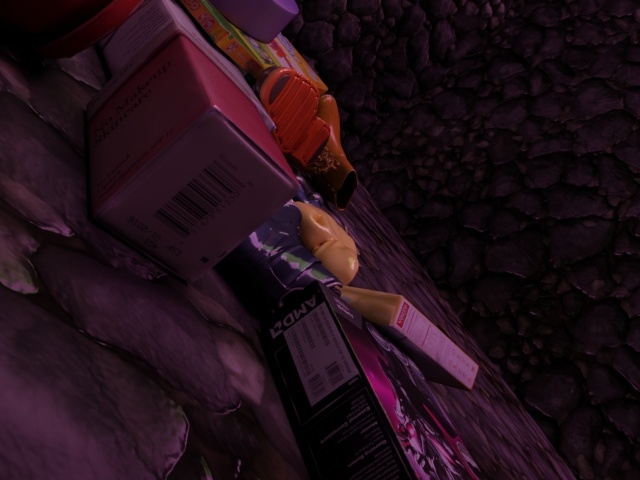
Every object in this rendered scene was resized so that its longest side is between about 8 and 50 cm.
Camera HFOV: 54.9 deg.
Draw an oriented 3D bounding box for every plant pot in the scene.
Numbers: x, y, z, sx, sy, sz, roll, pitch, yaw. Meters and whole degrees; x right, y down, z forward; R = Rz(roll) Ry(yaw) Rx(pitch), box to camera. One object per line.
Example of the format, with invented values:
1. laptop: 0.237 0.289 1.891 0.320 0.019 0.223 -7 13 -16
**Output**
1. plant pot: -0.284 -0.298 0.636 0.174 0.191 0.191 53 6 -41

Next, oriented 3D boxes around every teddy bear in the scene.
1. teddy bear: -0.097 -0.276 1.680 0.338 0.113 0.245 45 2 16

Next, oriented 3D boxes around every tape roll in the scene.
1. tape roll: -0.173 -0.547 1.289 0.275 0.090 0.274 41 23 -22

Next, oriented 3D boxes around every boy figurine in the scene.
1. boy figurine: 0.000 0.000 1.073 0.177 0.092 0.285 43 13 -39

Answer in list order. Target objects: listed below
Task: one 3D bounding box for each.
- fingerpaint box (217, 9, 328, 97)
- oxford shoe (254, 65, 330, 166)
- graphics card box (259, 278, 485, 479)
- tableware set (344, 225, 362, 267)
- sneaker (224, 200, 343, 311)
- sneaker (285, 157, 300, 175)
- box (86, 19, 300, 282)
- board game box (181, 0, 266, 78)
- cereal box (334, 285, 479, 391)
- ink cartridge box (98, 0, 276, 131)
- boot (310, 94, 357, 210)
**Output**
1. fingerpaint box: -0.231 -0.466 1.390 0.444 0.163 0.371 52 21 5
2. oxford shoe: -0.081 -0.242 1.172 0.133 0.130 0.363 36 -4 12
3. graphics card box: 0.086 0.230 0.605 0.233 0.094 0.371 42 12 -41
4. tableware set: 0.058 0.007 1.454 0.128 0.039 0.194 52 10 8
5. sneaker: -0.037 0.025 0.777 0.163 0.086 0.226 41 18 9
6. sneaker: -0.091 -0.127 1.254 0.178 0.072 0.077 23 47 -63
7. box: -0.140 -0.098 0.629 0.127 0.149 0.232 42 13 -39
8. board game box: -0.164 -0.346 1.007 0.124 0.039 0.259 51 5 3
9. cereal box: 0.094 0.134 0.863 0.173 0.047 0.240 6 -25 43
10. ink cartridge box: -0.228 -0.283 0.972 0.223 0.129 0.307 42 13 -50
11. boot: 0.046 -0.251 1.775 0.211 0.104 0.295 47 -40 50
